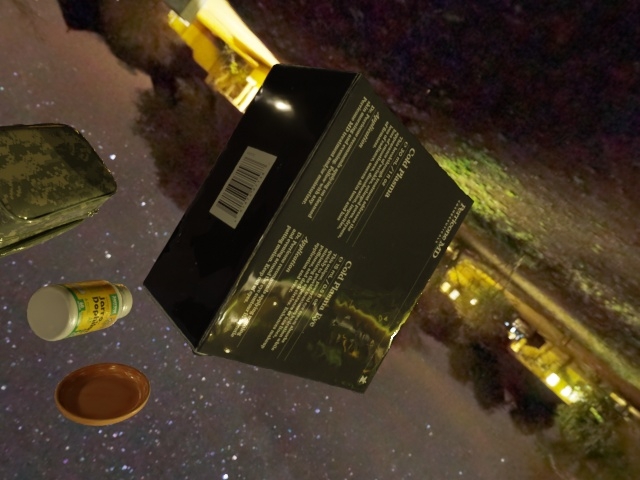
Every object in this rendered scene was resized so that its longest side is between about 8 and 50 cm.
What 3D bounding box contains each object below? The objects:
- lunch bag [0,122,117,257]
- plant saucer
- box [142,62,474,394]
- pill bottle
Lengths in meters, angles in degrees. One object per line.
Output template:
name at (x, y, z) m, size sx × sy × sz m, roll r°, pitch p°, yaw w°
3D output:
lunch bag at (-0.629, -0.091, 0.958) m, size 0.212 × 0.256 × 0.305 m, roll 57°, pitch -156°, yaw -8°
plant saucer at (-0.502, 0.359, 1.065) m, size 0.200 × 0.037 × 0.200 m, roll 12°, pitch -160°, yaw -5°
box at (0.000, 0.000, 0.634) m, size 0.313 × 0.343 × 0.179 m, roll 32°, pitch 178°, yaw -43°
pill bottle at (-0.527, 0.149, 1.031) m, size 0.118 × 0.117 × 0.208 m, roll 42°, pitch -171°, yaw 11°
